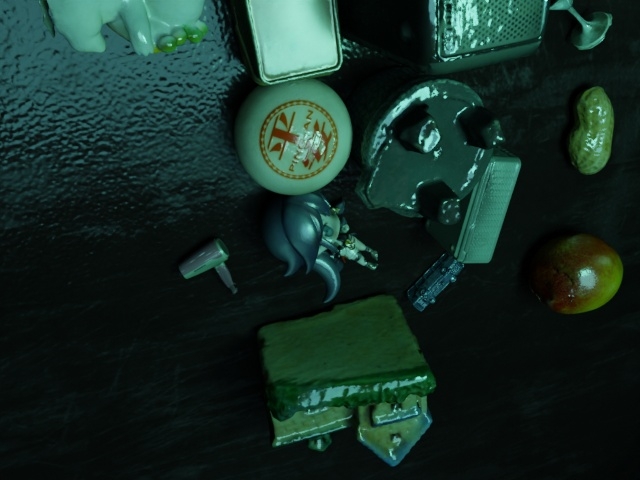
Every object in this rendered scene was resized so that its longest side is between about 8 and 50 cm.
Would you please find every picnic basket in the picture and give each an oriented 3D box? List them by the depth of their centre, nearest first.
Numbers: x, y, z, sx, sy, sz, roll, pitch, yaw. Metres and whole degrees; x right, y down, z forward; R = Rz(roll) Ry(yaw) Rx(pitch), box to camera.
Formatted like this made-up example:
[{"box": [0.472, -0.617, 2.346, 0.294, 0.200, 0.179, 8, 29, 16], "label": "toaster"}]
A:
[{"box": [-0.065, -0.410, 1.012, 0.165, 0.139, 0.266, -17, 120, -13], "label": "picnic basket"}]

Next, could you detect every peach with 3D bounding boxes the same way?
[{"box": [0.687, 0.090, 1.588, 0.231, 0.231, 0.231, -10, 122, -17], "label": "peach"}]

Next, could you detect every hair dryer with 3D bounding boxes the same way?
[{"box": [-0.227, 0.072, 1.291, 0.106, 0.054, 0.154, -34, 130, 4], "label": "hair dryer"}]

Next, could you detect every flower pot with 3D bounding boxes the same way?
[{"box": [0.185, -0.182, 1.172, 0.299, 0.283, 0.299, -11, 122, -18], "label": "flower pot"}]

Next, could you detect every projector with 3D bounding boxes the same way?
[{"box": [0.156, -0.498, 0.906, 0.242, 0.395, 0.405, -17, 124, -15], "label": "projector"}, {"box": [0.334, -0.099, 1.340, 0.099, 0.192, 0.256, 0, 117, -18], "label": "projector"}]

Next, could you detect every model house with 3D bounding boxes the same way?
[{"box": [0.054, 0.372, 1.417, 0.382, 0.334, 0.342, -9, 120, -6], "label": "model house"}]

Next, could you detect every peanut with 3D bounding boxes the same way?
[{"box": [0.661, -0.265, 1.437, 0.108, 0.095, 0.226, -15, 122, -11], "label": "peanut"}]

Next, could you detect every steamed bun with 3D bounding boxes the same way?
[{"box": [-0.048, -0.199, 1.111, 0.232, 0.145, 0.231, -2, 100, -11], "label": "steamed bun"}]

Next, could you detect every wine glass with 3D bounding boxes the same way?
[{"box": [0.533, -0.494, 1.244, 0.183, 0.122, 0.122, 22, 108, -34], "label": "wine glass"}]

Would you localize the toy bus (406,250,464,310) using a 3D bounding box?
[{"box": [0.294, 0.104, 1.515, 0.166, 0.065, 0.047, -46, 125, 5], "label": "toy bus"}]

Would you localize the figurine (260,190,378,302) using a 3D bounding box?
[{"box": [-0.009, -0.001, 1.267, 0.197, 0.175, 0.265, -33, 118, 3], "label": "figurine"}]

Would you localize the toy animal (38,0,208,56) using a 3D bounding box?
[{"box": [-0.280, -0.423, 0.896, 0.310, 0.183, 0.247, -18, 124, -13], "label": "toy animal"}]
